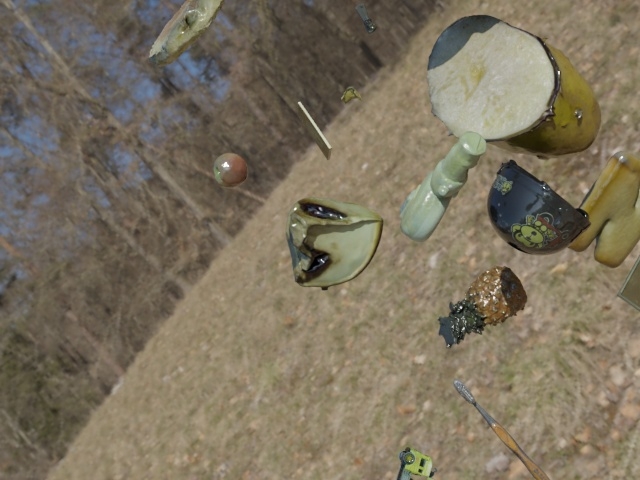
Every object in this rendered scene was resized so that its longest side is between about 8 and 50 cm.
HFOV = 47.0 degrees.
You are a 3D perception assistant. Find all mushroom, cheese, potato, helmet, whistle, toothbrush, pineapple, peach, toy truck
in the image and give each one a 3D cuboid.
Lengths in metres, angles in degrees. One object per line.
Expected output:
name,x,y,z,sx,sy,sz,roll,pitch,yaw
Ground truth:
mushroom,0.002,0.006,2.086,0.292,0.212,0.218,-10,-56,-44
cheese,0.116,-0.556,2.824,0.084,0.060,0.042,-15,51,39
potato,0.477,-0.335,1.772,0.296,0.397,0.290,14,-76,-45
helmet,0.471,-0.060,1.679,0.160,0.230,0.279,-55,17,6
whistle,0.192,-0.084,1.203,0.126,0.067,0.258,-63,2,-35
toothbrush,0.115,-0.581,1.909,0.030,0.031,0.297,-31,24,12
pineapple,0.443,0.197,2.084,0.278,0.158,0.158,-34,-4,-7
peach,-0.204,-0.161,1.682,0.083,0.083,0.083,-41,-3,-3
toy truck,0.235,0.621,1.878,0.077,0.100,0.169,117,173,-77
toothbrush,0.366,0.389,1.459,0.023,0.321,0.031,-41,15,7

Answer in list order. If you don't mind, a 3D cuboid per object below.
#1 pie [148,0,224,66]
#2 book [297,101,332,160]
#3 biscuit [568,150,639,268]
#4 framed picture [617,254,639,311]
pie,-0.307,-0.554,1.798,0.337,0.075,0.338,-44,24,25
book,-0.019,-0.330,2.228,0.012,0.172,0.118,-33,-8,-7
biscuit,0.785,-0.074,1.942,0.291,0.236,0.062,-59,29,15
framed picture,0.818,0.117,1.840,0.149,0.109,0.011,-49,-9,-27
